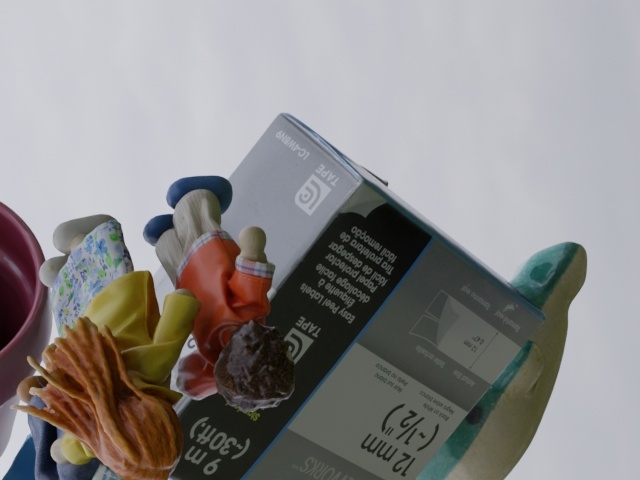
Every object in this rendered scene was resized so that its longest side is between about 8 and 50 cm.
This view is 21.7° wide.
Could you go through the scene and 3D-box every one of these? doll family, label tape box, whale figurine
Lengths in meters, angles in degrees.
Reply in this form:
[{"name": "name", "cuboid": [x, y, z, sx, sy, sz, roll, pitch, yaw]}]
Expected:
[{"name": "doll family", "cuboid": [-0.104, 0.098, 0.802, 0.163, 0.118, 0.263, -116, 39, -46]}, {"name": "label tape box", "cuboid": [-0.035, 0.119, 1.170, 0.348, 0.115, 0.249, -53, -43, 2]}, {"name": "whale figurine", "cuboid": [0.141, 0.109, 1.525, 0.272, 0.141, 0.216, -60, 1, -14]}]

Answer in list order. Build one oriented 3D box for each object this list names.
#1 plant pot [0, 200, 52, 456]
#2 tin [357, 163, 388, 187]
[{"name": "plant pot", "cuboid": [-0.295, 0.085, 1.218, 0.180, 0.201, 0.201, 97, -175, -48]}, {"name": "tin", "cuboid": [0.000, 0.000, 1.470, 0.040, 0.190, 0.106, 38, -124, -3]}]
